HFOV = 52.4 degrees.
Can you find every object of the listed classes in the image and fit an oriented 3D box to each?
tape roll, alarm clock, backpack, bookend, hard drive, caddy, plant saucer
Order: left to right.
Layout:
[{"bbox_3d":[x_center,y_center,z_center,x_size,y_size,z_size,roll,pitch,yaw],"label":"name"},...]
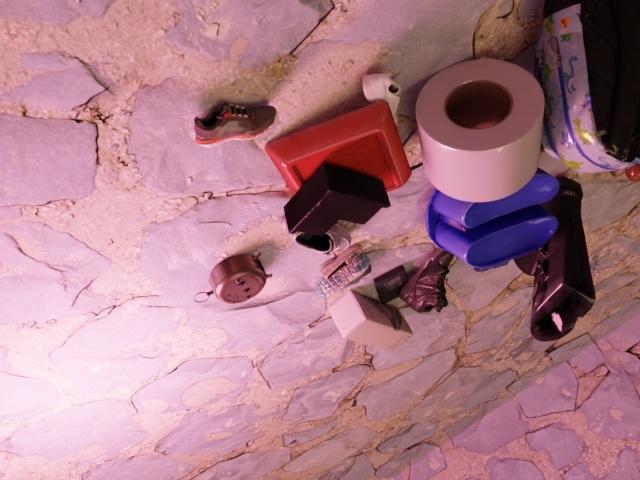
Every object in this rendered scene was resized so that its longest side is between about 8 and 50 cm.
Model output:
[{"bbox_3d":[-0.210,0.104,1.533,0.192,0.064,0.129,-24,145,-1],"label":"alarm clock"},{"bbox_3d":[0.033,-0.071,1.351,0.157,0.072,0.156,11,141,-33],"label":"bookend"},{"bbox_3d":[0.050,-0.149,1.351,0.259,0.047,0.259,-19,147,9],"label":"plant saucer"},{"bbox_3d":[0.209,0.130,1.886,0.094,0.022,0.135,-27,145,-2],"label":"hard drive"},{"bbox_3d":[0.322,-0.222,1.321,0.246,0.246,0.169,-26,145,-3],"label":"tape roll"},{"bbox_3d":[0.432,-0.082,1.642,0.342,0.179,0.241,-18,120,-14],"label":"caddy"},{"bbox_3d":[0.567,-0.312,1.296,0.290,0.355,0.273,-7,169,-28],"label":"backpack"}]

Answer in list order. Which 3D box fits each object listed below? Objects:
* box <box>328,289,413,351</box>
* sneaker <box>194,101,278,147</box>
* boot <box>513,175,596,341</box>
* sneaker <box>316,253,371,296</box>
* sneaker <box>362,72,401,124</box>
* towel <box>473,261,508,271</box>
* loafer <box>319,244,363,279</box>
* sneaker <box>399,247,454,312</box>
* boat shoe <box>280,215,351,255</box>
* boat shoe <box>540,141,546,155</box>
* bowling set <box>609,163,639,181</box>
[{"bbox_3d":[0.152,0.240,1.911,0.094,0.113,0.275,-42,144,18],"label":"box"},{"bbox_3d":[-0.152,-0.217,1.164,0.158,0.061,0.064,-21,138,-11],"label":"sneaker"},{"bbox_3d":[0.620,0.097,1.766,0.146,0.445,0.366,8,134,6],"label":"boot"},{"bbox_3d":[0.069,0.104,1.725,0.167,0.064,0.076,-32,149,8],"label":"sneaker"},{"bbox_3d":[0.133,-0.273,1.276,0.061,0.053,0.152,-10,152,21],"label":"sneaker"},{"bbox_3d":[0.535,0.061,2.017,0.120,0.029,0.067,-11,142,-22],"label":"towel"},{"bbox_3d":[0.058,0.058,1.674,0.125,0.039,0.045,-31,145,4],"label":"loafer"},{"bbox_3d":[0.337,0.117,1.852,0.227,0.130,0.087,-53,147,12],"label":"sneaker"},{"bbox_3d":[0.000,-0.001,1.522,0.079,0.081,0.228,-45,142,22],"label":"boat shoe"},{"bbox_3d":[0.431,-0.226,1.470,0.356,0.132,0.130,-30,168,-14],"label":"boat shoe"},{"bbox_3d":[0.808,-0.246,1.677,0.154,0.199,0.287,-34,149,6],"label":"bowling set"}]
